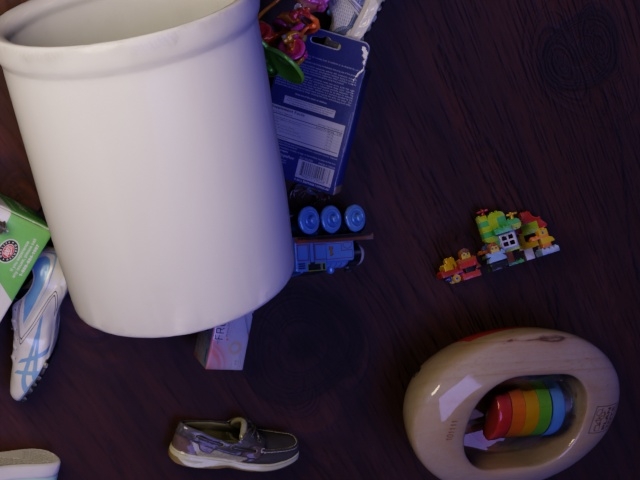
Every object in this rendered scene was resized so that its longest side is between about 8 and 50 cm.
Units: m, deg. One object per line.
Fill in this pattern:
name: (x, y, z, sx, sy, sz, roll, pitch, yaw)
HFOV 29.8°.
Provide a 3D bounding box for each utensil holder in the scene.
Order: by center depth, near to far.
utensil holder: (-0.211, -0.116, 1.524, 0.327, 0.327, 0.385, -19, 119, -21)

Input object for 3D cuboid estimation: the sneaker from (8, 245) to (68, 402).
sneaker: (-0.405, 0.115, 1.688, 0.086, 0.085, 0.237, 16, 108, -6)

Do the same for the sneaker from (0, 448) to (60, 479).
sneaker: (-0.505, 0.383, 1.725, 0.256, 0.094, 0.151, 5, 102, -33)

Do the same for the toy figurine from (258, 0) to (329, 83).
toy figurine: (-0.047, -0.318, 1.658, 0.159, 0.173, 0.130, -53, 154, -13)

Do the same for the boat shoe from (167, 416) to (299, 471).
boat shoe: (-0.130, 0.319, 1.921, 0.223, 0.080, 0.073, 4, 114, -26)

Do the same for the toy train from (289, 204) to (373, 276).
toy train: (0.000, 0.000, 1.833, 0.184, 0.080, 0.105, -3, 91, -43)

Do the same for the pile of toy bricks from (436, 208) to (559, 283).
pile of toy bricks: (0.294, -0.004, 2.016, 0.212, 0.118, 0.105, -17, 86, -12)

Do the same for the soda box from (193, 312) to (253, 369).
soda box: (-0.137, 0.100, 1.786, 0.063, 0.058, 0.183, 4, 107, -27)

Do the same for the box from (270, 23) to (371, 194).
box: (-0.010, -0.193, 1.741, 0.036, 0.136, 0.225, -28, 135, -66)

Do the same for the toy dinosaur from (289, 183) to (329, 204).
toy dinosaur: (-0.025, -0.090, 1.841, 0.082, 0.047, 0.090, 52, 49, -26)

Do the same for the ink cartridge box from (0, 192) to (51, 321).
ink cartridge box: (-0.528, 0.001, 1.535, 0.289, 0.121, 0.211, 30, 93, -35)

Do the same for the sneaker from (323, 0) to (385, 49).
sneaker: (0.049, -0.390, 1.719, 0.122, 0.110, 0.283, 25, 113, -1)

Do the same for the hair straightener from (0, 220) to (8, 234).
hair straightener: (-0.427, 0.000, 1.488, 0.089, 0.047, 0.230, -5, 110, -30)

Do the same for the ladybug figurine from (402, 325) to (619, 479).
ladybug figurine: (0.328, 0.280, 2.109, 0.449, 0.162, 0.305, 4, 109, -30)
